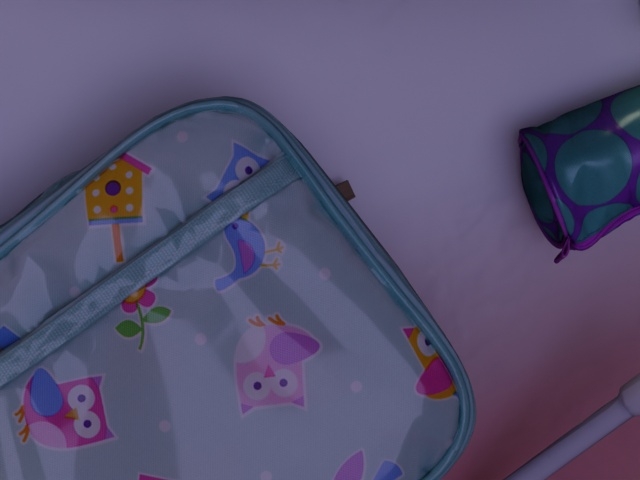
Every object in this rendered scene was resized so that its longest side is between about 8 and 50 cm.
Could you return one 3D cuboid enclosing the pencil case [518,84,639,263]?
[{"bbox_3d":[0.173,-0.044,0.959,0.152,0.064,0.070,-18,78,-7],"label":"pencil case"}]

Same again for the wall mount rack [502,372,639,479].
[{"bbox_3d":[0.132,0.236,0.971,0.350,0.130,0.304,43,77,-16],"label":"wall mount rack"}]

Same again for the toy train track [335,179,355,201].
[{"bbox_3d":[0.000,0.000,0.961,0.048,0.014,0.083,-29,110,-12],"label":"toy train track"}]

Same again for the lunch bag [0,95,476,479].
[{"bbox_3d":[-0.089,0.077,0.893,0.279,0.108,0.224,-36,95,-1],"label":"lunch bag"}]
